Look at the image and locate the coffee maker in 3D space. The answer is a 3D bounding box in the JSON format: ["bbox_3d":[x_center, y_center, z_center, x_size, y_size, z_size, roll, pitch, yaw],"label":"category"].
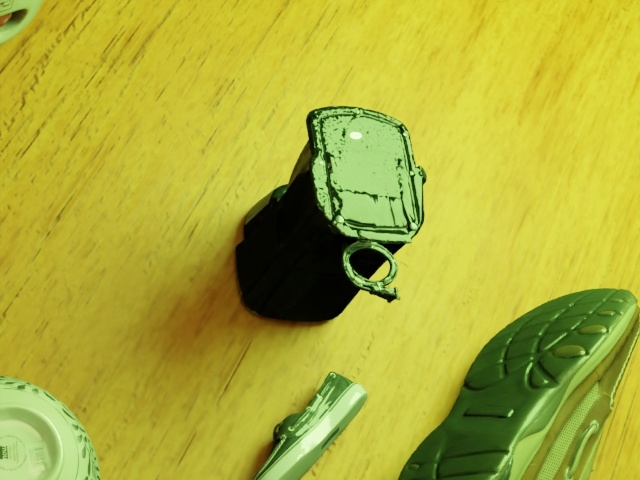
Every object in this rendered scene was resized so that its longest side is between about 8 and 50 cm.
[{"bbox_3d":[0.000,0.000,1.104,0.120,0.178,0.171,25,54,-10],"label":"coffee maker"}]

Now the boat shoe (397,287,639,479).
[{"bbox_3d":[0.186,0.169,1.158,0.324,0.123,0.120,-43,118,-33],"label":"boat shoe"}]

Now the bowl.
[{"bbox_3d":[-0.234,0.167,0.963,0.170,0.080,0.170,11,61,-20],"label":"bowl"}]

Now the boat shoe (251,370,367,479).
[{"bbox_3d":[-0.016,0.163,1.096,0.040,0.049,0.142,35,51,18],"label":"boat shoe"}]

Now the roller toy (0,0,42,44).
[{"bbox_3d":[-0.313,-0.268,1.113,0.209,0.146,0.191,26,57,-13],"label":"roller toy"}]
